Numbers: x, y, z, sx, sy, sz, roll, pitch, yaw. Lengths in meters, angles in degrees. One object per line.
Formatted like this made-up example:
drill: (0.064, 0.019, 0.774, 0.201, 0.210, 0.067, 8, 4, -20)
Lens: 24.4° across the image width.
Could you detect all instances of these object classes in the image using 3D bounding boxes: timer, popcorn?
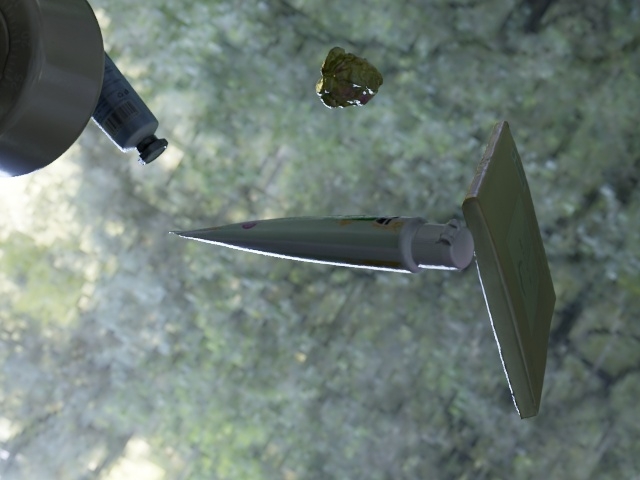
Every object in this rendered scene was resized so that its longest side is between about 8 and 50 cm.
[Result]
timer: (-0.306, -0.153, 1.103, 0.175, 0.175, 0.266, 32, -173, 27)
popcorn: (0.049, -0.257, 2.346, 0.109, 0.089, 0.097, 10, 161, -31)

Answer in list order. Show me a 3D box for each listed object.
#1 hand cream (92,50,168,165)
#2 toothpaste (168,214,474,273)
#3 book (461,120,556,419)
hand cream: (-0.273, -0.198, 1.744, 0.256, 0.088, 0.055, 50, -170, 6)
toothpaste: (0.000, 0.000, 1.371, 0.314, 0.056, 0.058, 4, 141, 37)
book: (0.236, 0.021, 1.797, 0.032, 0.269, 0.389, -13, -167, 16)
